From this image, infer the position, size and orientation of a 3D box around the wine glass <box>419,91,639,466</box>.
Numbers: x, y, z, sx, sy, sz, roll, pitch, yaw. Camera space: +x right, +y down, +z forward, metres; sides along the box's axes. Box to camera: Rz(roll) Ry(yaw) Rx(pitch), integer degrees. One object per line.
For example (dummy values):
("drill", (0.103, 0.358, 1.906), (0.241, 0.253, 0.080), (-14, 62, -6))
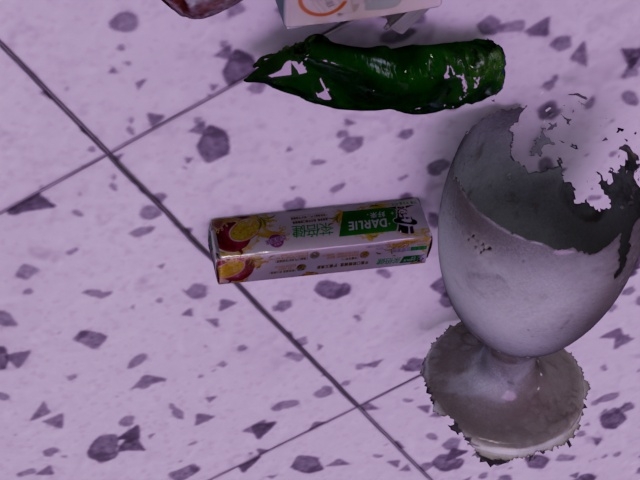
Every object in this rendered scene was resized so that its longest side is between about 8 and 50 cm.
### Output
("wine glass", (0.192, 0.042, 1.555), (0.190, 0.190, 0.357), (-7, 138, -12))

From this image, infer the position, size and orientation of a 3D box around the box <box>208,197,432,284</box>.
("box", (0.000, 0.000, 1.544), (0.207, 0.050, 0.041), (-6, 140, -13))

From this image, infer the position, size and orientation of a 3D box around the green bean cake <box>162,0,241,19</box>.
("green bean cake", (-0.123, -0.270, 1.134), (0.097, 0.198, 0.232), (-30, 123, 2))

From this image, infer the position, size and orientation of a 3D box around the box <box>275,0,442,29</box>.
("box", (0.025, -0.282, 1.208), (0.135, 0.079, 0.269), (-9, 140, -10))

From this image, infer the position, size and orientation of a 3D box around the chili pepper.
("chili pepper", (0.047, -0.136, 1.389), (0.224, 0.061, 0.098), (-3, 168, -27))

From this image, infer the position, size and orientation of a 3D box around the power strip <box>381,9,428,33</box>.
("power strip", (0.081, -0.200, 1.363), (0.017, 0.027, 0.083), (25, 127, -36))
